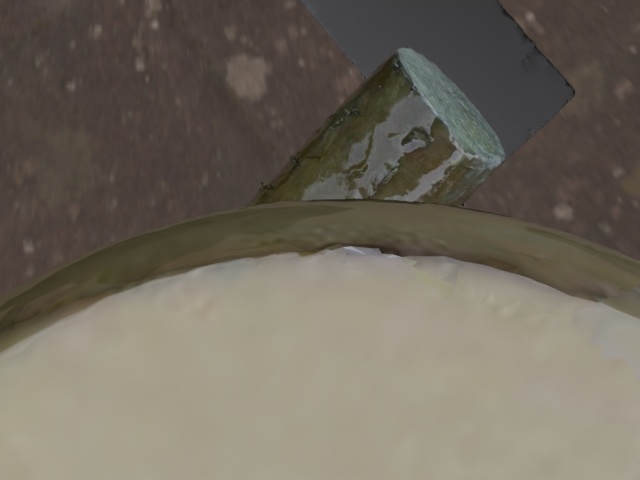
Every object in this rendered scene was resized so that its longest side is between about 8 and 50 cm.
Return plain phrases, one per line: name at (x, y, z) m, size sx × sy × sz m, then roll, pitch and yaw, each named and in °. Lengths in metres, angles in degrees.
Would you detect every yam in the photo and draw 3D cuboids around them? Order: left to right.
yam at (0.000, 0.000, 0.591) m, size 0.054 × 0.054 × 0.132 m, roll 35°, pitch 117°, yaw -17°

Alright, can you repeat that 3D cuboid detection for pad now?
pad at (0.091, -0.172, 1.599) m, size 0.243 × 0.004 × 0.163 m, roll 50°, pitch 58°, yaw -1°

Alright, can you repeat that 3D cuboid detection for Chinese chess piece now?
Chinese chess piece at (0.005, 0.125, 0.367) m, size 0.273 × 0.102 × 0.273 m, roll 0°, pitch 85°, yaw 0°
